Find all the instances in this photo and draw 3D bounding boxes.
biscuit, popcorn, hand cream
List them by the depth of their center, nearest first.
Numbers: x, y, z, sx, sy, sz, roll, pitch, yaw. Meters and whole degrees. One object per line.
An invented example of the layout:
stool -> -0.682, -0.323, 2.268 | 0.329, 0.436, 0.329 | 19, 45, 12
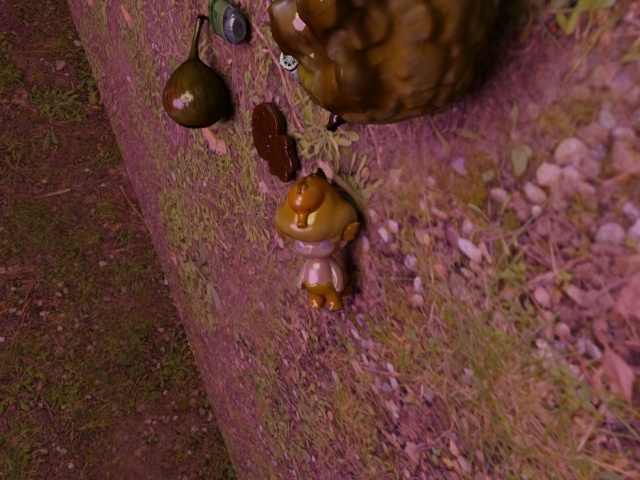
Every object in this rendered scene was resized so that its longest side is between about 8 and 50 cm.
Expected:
popcorn -> 0.055, -0.228, 0.454 | 0.237, 0.251, 0.205 | -3, 99, 44
biscuit -> -0.094, -0.200, 0.902 | 0.175, 0.026, 0.124 | 62, 147, 18
hand cream -> -0.205, -0.465, 0.929 | 0.175, 0.046, 0.095 | 46, 144, 40

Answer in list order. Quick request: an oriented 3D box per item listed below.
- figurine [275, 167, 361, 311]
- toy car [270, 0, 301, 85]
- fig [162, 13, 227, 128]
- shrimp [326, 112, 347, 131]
figurine -> 0.000, 0.000, 0.764 | 0.156, 0.131, 0.246 | 3, 109, 20
toy car -> -0.032, -0.351, 0.679 | 0.076, 0.090, 0.224 | -15, 93, 24
fig -> -0.303, -0.391, 1.028 | 0.151, 0.151, 0.259 | -3, 98, 57
shrimp -> 0.037, -0.269, 0.656 | 0.148, 0.035, 0.195 | 58, 138, 19
